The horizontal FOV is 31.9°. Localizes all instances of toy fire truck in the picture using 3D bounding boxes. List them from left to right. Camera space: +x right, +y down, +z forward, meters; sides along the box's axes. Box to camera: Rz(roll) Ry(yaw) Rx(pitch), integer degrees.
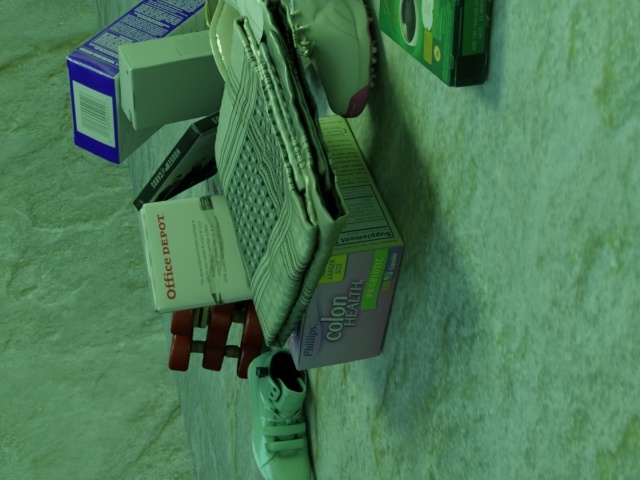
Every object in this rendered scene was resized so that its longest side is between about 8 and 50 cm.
[{"bbox_3d":[-0.185,0.104,2.104,0.302,0.169,0.254,104,171,-52],"label":"toy fire truck"}]

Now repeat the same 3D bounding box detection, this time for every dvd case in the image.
[{"bbox_3d":[-0.185,-0.143,1.789,0.029,0.179,0.238,52,137,6],"label":"dvd case"}]

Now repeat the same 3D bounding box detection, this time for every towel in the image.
[{"bbox_3d":[-0.063,-0.073,1.303,0.324,0.056,0.312,115,145,-56],"label":"towel"}]

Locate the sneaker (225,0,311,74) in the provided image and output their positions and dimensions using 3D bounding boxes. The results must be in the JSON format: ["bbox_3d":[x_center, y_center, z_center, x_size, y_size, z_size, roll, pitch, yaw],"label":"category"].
[{"bbox_3d":[-0.067,-0.349,1.547,0.152,0.114,0.305,-51,52,51],"label":"sneaker"}]

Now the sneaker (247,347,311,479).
[{"bbox_3d":[-0.062,0.304,1.859,0.151,0.094,0.256,133,126,-67],"label":"sneaker"}]

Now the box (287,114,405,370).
[{"bbox_3d":[0.000,0.000,1.431,0.213,0.117,0.243,98,158,-45],"label":"box"}]

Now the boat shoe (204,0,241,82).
[{"bbox_3d":[-0.118,-0.338,1.682,0.097,0.116,0.324,106,156,-65],"label":"boat shoe"}]

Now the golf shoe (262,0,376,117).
[{"bbox_3d":[-0.022,-0.286,1.317,0.115,0.140,0.306,143,116,-71],"label":"golf shoe"}]

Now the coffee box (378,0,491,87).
[{"bbox_3d":[0.106,-0.230,1.069,0.184,0.040,0.113,-126,31,-58],"label":"coffee box"}]

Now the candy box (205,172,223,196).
[{"bbox_3d":[-0.148,-0.083,1.993,0.233,0.071,0.159,-127,32,-58],"label":"candy box"}]

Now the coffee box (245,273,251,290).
[{"bbox_3d":[-0.062,-0.041,1.661,0.141,0.098,0.246,-151,54,-70],"label":"coffee box"}]

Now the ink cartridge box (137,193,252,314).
[{"bbox_3d":[-0.162,0.016,1.787,0.100,0.237,0.172,158,103,-74],"label":"ink cartridge box"}]

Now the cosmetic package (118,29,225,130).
[{"bbox_3d":[-0.198,-0.262,1.772,0.085,0.231,0.117,-124,29,-45],"label":"cosmetic package"}]

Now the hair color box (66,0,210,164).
[{"bbox_3d":[-0.290,-0.306,1.937,0.110,0.339,0.185,26,137,19],"label":"hair color box"}]
